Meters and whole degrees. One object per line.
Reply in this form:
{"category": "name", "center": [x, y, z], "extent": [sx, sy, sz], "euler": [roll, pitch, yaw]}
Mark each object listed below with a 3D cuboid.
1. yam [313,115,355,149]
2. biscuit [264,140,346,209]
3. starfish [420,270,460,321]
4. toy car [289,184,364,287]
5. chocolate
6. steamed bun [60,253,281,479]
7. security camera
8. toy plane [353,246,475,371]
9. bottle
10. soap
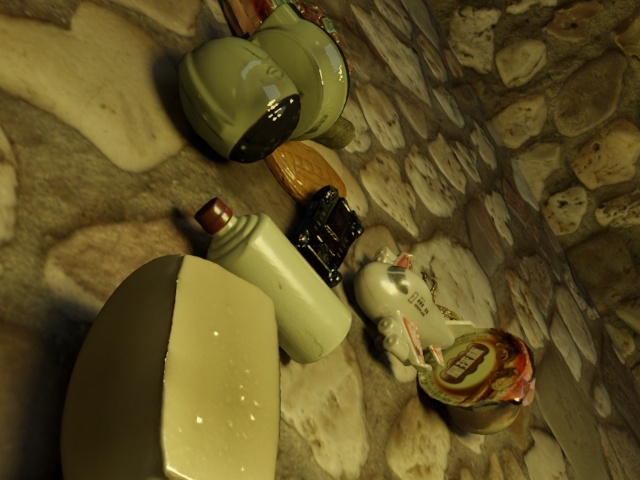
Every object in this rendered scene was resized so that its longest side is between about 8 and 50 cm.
{"category": "yam", "center": [-0.002, -0.220, 1.316], "extent": [0.169, 0.068, 0.068], "euler": [16, 51, -59]}
{"category": "biscuit", "center": [-0.020, -0.112, 1.221], "extent": [0.221, 0.029, 0.142], "euler": [26, 43, -48]}
{"category": "starfish", "center": [0.222, 0.125, 1.389], "extent": [0.133, 0.041, 0.130], "euler": [56, 18, 4]}
{"category": "toy car", "center": [0.000, 0.000, 1.113], "extent": [0.103, 0.063, 0.216], "euler": [50, 40, -19]}
{"category": "chocolate", "center": [0.292, 0.266, 1.242], "extent": [0.147, 0.221, 0.221], "euler": [64, 24, -25]}
{"category": "steamed bun", "center": [-0.137, 0.145, 0.633], "extent": [0.146, 0.164, 0.241], "euler": [35, 38, -37]}
{"category": "security camera", "center": [-0.090, -0.222, 1.047], "extent": [0.191, 0.197, 0.277], "euler": [52, 34, 2]}
{"category": "toy plane", "center": [0.153, 0.118, 1.203], "extent": [0.252, 0.118, 0.252], "euler": [39, 33, -31]}
{"category": "bottle", "center": [-0.069, 0.045, 0.908], "extent": [0.245, 0.104, 0.104], "euler": [51, 29, -20]}
{"category": "soap", "center": [-0.059, -0.398, 1.350], "extent": [0.273, 0.098, 0.217], "euler": [-7, 70, -61]}
